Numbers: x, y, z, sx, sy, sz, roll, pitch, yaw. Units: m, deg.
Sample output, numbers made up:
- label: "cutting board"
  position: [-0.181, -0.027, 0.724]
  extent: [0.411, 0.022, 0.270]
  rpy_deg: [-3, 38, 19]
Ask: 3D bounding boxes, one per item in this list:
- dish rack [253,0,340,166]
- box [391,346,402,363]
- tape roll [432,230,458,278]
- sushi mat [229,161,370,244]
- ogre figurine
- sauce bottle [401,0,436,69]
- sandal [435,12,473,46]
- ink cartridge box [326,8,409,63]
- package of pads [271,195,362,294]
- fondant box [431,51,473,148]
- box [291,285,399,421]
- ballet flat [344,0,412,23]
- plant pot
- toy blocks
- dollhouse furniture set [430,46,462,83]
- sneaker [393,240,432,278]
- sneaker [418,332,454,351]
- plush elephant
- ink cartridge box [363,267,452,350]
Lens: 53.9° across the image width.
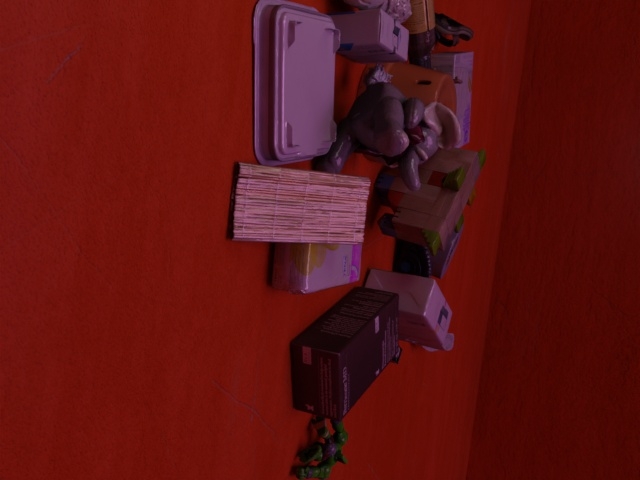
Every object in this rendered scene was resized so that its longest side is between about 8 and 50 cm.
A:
- label: "dish rack"
  position: [-0.036, -0.326, 1.323]
  extent: [0.285, 0.072, 0.332]
  rpy_deg: [-23, 119, -60]
- label: "box"
  position: [0.218, 0.354, 2.015]
  extent: [0.083, 0.062, 0.052]
  rpy_deg: [52, 53, -56]
- label: "tape roll"
  position: [0.450, 0.028, 2.303]
  extent: [0.219, 0.072, 0.219]
  rpy_deg: [-57, 160, -33]
- label: "sushi mat"
  position: [-0.035, -0.069, 1.278]
  extent: [0.316, 0.019, 0.151]
  rpy_deg: [2, 96, -33]
- label: "ogre figurine"
  position: [0.012, 0.541, 1.631]
  extent: [0.118, 0.097, 0.197]
  rpy_deg: [55, 37, -38]
- label: "sauce bottle"
  position: [0.272, -0.623, 1.801]
  extent: [0.111, 0.111, 0.344]
  rpy_deg: [-53, 142, -44]
- label: "sandal"
  position: [0.417, -0.693, 2.092]
  extent: [0.303, 0.120, 0.086]
  rpy_deg: [-23, 145, -58]
- label: "ink cartridge box"
  position: [0.113, -0.479, 1.493]
  extent: [0.191, 0.140, 0.082]
  rpy_deg: [-8, 102, -63]
- label: "package of pads"
  position: [0.000, 0.000, 1.449]
  extent: [0.296, 0.101, 0.229]
  rpy_deg: [-4, 99, -62]
- label: "fondant box"
  position: [0.458, -0.492, 2.216]
  extent: [0.238, 0.096, 0.330]
  rpy_deg: [-32, 127, -57]
- label: "box"
  position: [0.076, 0.278, 1.637]
  extent: [0.381, 0.143, 0.191]
  rpy_deg: [-32, 125, -54]
- label: "ballet flat"
  position: [0.070, -0.605, 1.385]
  extent: [0.409, 0.147, 0.147]
  rpy_deg: [47, 55, -45]
- label: "plant pot"
  position: [0.247, -0.356, 1.722]
  extent: [0.291, 0.203, 0.291]
  rpy_deg: [-24, 117, -59]
- label: "toy blocks"
  position: [0.283, -0.142, 1.818]
  extent: [0.381, 0.261, 0.190]
  rpy_deg: [-61, 149, -22]
- label: "dollhouse furniture set"
  position: [0.381, -0.586, 2.006]
  extent: [0.144, 0.123, 0.151]
  rpy_deg: [-12, 107, -62]
- label: "sneaker"
  position: [0.320, 0.025, 2.058]
  extent: [0.140, 0.125, 0.340]
  rpy_deg: [-28, 124, -64]
- label: "sneaker"
  position: [0.405, 0.369, 2.373]
  extent: [0.235, 0.095, 0.090]
  rpy_deg: [23, 81, -42]
- label: "plush elephant"
  position: [0.182, -0.240, 1.515]
  extent: [0.255, 0.272, 0.330]
  rpy_deg: [36, 51, -29]
- label: "ink cartridge box"
  position: [0.277, 0.218, 1.932]
  extent: [0.353, 0.207, 0.119]
  rpy_deg: [52, 53, -56]
